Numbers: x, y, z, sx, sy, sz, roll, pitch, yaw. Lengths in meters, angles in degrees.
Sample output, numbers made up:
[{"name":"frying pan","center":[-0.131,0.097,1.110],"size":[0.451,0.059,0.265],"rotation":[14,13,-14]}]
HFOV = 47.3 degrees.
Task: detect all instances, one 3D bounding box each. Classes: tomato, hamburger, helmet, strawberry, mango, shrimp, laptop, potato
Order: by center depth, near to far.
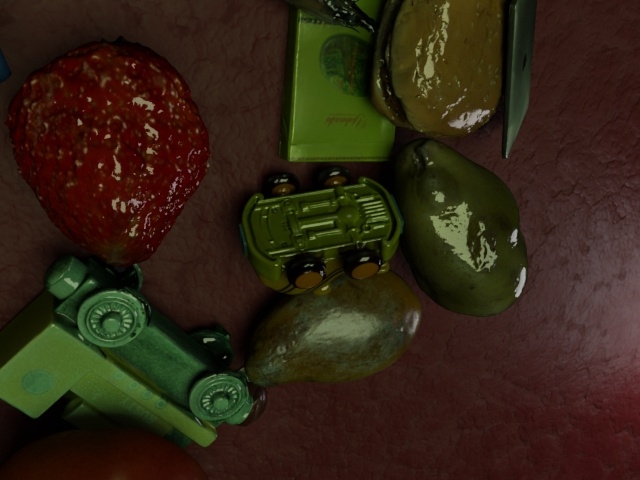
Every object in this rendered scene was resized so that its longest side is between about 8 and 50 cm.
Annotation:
[{"name":"strawberry","center":[-0.260,-0.099,0.914],"size":[0.258,0.276,0.257],"rotation":[-12,149,-7]},{"name":"tomato","center":[-0.303,0.421,0.978],"size":[0.342,0.272,0.341],"rotation":[-5,126,-7]},{"name":"shrimp","center":[-0.002,-0.413,1.000],"size":[0.262,0.051,0.198],"rotation":[32,106,-2]},{"name":"hamburger","center":[0.195,-0.296,1.105],"size":[0.260,0.145,0.282],"rotation":[-7,106,-44]},{"name":"laptop","center":[0.323,-0.289,1.181],"size":[0.187,0.015,0.269],"rotation":[-56,148,-43]},{"name":"potato","center":[0.221,-0.023,1.207],"size":[0.351,0.203,0.218],"rotation":[54,47,-37]},{"name":"mango","center":[0.019,0.149,1.218],"size":[0.317,0.146,0.192],"rotation":[-18,110,-13]},{"name":"helmet","center":[-0.125,0.274,1.243],"size":[0.089,0.057,0.111],"rotation":[29,94,-28]}]

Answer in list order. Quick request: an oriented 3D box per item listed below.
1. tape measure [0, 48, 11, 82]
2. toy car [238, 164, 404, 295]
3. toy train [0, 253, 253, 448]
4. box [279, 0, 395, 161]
[{"name":"tape measure","center":[-0.450,-0.272,0.786],"size":[0.138,0.259,0.262],"rotation":[-24,121,-15]},{"name":"toy car","center":[0.000,0.000,1.138],"size":[0.248,0.200,0.142],"rotation":[-7,142,-8]},{"name":"toy train","center":[-0.286,0.193,1.087],"size":[0.253,0.160,0.397],"rotation":[-42,121,3]},{"name":"box","center":[0.039,-0.287,1.125],"size":[0.187,0.047,0.334],"rotation":[-4,109,-24]}]
